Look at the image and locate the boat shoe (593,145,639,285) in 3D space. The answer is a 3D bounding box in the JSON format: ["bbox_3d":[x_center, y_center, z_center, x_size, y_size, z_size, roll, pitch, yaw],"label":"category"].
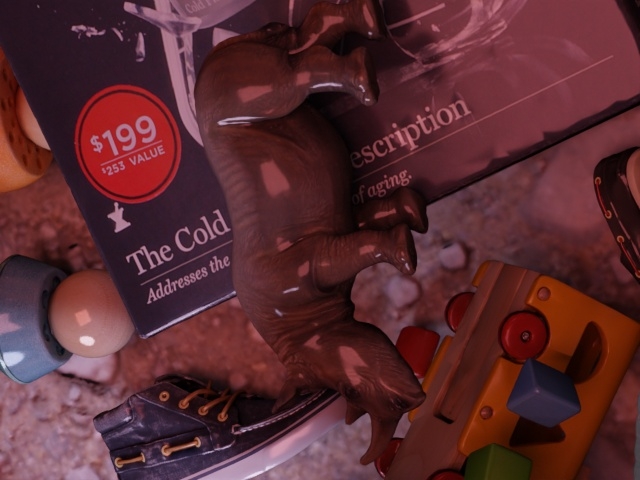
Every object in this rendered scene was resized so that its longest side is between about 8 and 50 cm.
[{"bbox_3d":[0.204,0.007,1.027,0.042,0.049,0.133,-11,106,55],"label":"boat shoe"}]

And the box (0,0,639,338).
[{"bbox_3d":[-0.003,-0.160,1.002,0.343,0.179,0.312,-26,89,23],"label":"box"}]

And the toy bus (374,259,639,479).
[{"bbox_3d":[0.111,0.113,1.018,0.104,0.191,0.202,27,133,-17],"label":"toy bus"}]

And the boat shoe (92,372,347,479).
[{"bbox_3d":[-0.069,0.118,1.138,0.183,0.065,0.083,-27,90,24],"label":"boat shoe"}]

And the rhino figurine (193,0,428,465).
[{"bbox_3d":[0.000,0.000,0.896,0.106,0.073,0.243,-10,99,18],"label":"rhino figurine"}]

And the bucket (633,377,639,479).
[{"bbox_3d":[0.280,0.080,0.895,0.183,0.281,0.281,7,102,24],"label":"bucket"}]

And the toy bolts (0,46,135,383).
[{"bbox_3d":[-0.216,0.001,1.115,0.158,0.218,0.228,-6,115,16],"label":"toy bolts"}]
